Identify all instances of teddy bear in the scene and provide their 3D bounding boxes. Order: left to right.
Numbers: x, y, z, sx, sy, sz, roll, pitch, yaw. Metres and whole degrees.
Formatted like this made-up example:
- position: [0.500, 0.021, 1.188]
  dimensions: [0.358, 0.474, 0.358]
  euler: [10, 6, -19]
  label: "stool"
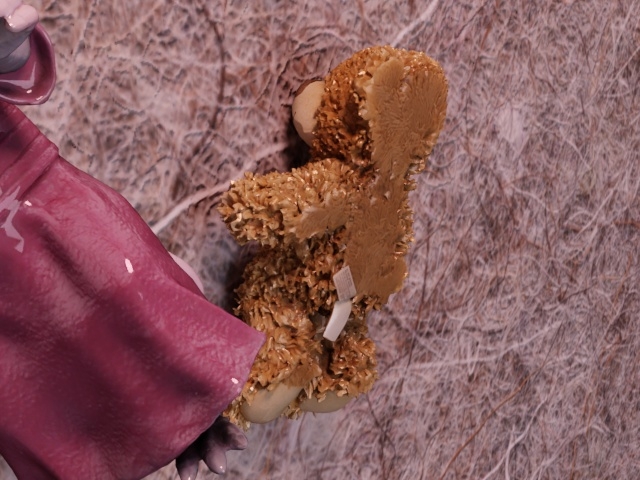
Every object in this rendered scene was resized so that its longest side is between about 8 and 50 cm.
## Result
- position: [0.000, 0.000, 1.008]
  dimensions: [0.245, 0.113, 0.338]
  euler: [-18, 121, -43]
  label: "teddy bear"

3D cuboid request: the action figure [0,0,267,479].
- position: [-0.177, -0.033, 0.664]
  dimensions: [0.370, 0.248, 0.276]
  euler: [55, 18, -17]
  label: "action figure"
